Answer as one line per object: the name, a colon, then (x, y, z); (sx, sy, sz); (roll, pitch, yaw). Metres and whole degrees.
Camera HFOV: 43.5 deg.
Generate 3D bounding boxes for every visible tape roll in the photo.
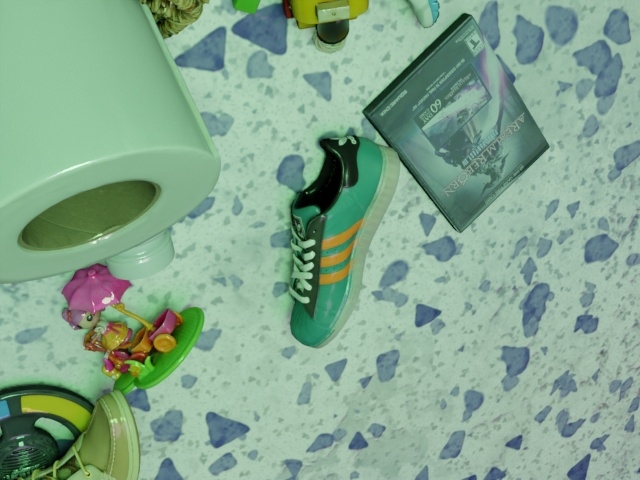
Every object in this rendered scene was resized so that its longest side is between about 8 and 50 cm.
tape roll: (-0.234, -0.089, 0.719); (0.246, 0.169, 0.246); (-26, 168, -6)

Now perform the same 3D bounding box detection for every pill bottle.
pill bottle: (-0.232, -0.053, 0.940); (0.111, 0.112, 0.187); (-20, 123, -17)

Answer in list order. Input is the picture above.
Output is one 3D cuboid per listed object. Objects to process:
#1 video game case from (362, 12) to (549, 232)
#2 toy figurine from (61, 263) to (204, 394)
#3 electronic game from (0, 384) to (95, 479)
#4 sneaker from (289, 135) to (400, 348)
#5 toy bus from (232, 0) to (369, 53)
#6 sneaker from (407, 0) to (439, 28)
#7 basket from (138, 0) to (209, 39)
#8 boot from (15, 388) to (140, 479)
video game case: (0.205, -0.160, 1.163); (0.196, 0.026, 0.274); (-44, 126, 0)
toy figurine: (-0.265, 0.103, 1.028); (0.173, 0.130, 0.159); (-35, 116, 24)
electronic game: (-0.399, 0.293, 1.078); (0.229, 0.048, 0.229); (-12, 121, -22)
sneaker: (0.000, 0.000, 1.098); (0.121, 0.108, 0.302); (13, 101, -31)
toy bus: (0.006, -0.288, 0.900); (0.202, 0.104, 0.191); (23, 128, -34)
sneaker: (0.082, -0.337, 0.988); (0.082, 0.071, 0.191); (-31, 123, 6)
basket: (-0.251, -0.262, 0.726); (0.299, 0.213, 0.223); (6, 114, -44)
boot: (-0.348, 0.311, 1.026); (0.203, 0.095, 0.262); (-2, 127, -33)
